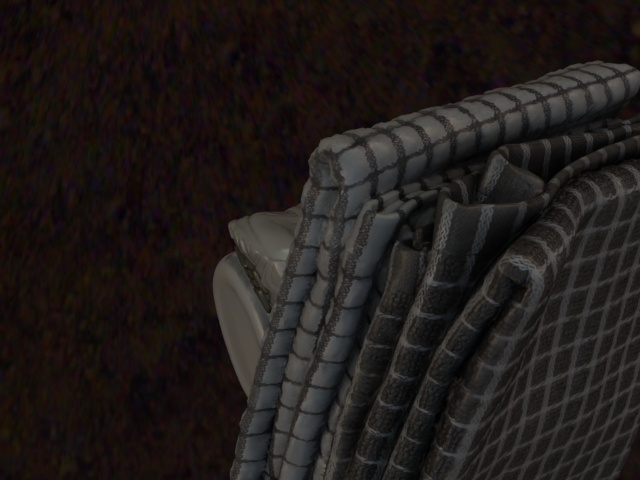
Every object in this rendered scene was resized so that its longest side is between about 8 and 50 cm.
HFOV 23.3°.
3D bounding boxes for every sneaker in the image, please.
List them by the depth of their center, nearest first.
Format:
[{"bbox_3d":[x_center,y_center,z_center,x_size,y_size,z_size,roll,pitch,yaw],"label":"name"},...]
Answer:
[{"bbox_3d":[0.000,0.000,1.167,0.115,0.232,0.090,-26,96,3],"label":"sneaker"}]

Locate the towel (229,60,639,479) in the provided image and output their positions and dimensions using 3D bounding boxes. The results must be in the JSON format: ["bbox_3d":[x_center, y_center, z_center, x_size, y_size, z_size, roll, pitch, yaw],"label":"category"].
[{"bbox_3d":[0.087,0.063,0.804,0.235,0.121,0.283,-18,135,-44],"label":"towel"}]

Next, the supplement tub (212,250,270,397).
[{"bbox_3d":[0.057,0.063,1.710,0.316,0.193,0.193,-18,109,-17],"label":"supplement tub"}]
